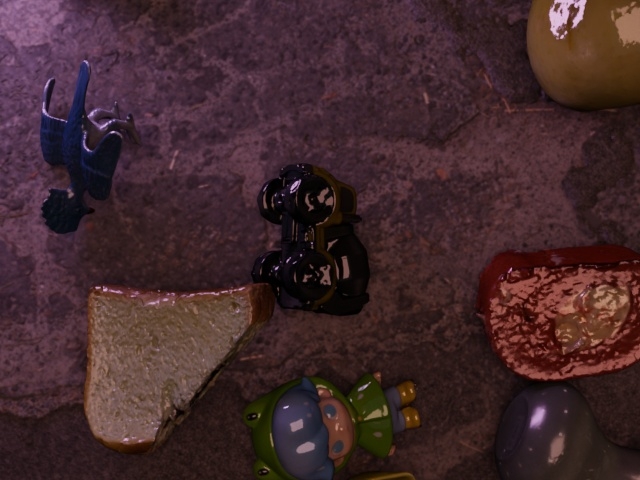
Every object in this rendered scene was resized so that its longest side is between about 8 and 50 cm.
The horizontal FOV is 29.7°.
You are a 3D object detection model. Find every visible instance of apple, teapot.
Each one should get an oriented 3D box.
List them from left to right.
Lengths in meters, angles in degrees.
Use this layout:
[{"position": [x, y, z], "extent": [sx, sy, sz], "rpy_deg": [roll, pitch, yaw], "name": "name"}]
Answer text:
[{"position": [0.391, 0.317, 1.772], "extent": [0.251, 0.183, 0.183], "rpy_deg": [22, 89, -10], "name": "teapot"}, {"position": [0.453, -0.321, 1.749], "extent": [0.295, 0.233, 0.257], "rpy_deg": [-4, 93, -1], "name": "apple"}]

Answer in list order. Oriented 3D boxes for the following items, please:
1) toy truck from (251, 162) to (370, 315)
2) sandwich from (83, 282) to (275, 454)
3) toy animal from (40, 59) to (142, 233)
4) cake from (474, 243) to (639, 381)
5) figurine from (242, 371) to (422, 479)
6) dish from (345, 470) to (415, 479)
[{"position": [0.000, 0.000, 1.798], "extent": [0.165, 0.147, 0.224], "rpy_deg": [3, 88, -27], "name": "toy truck"}, {"position": [-0.208, 0.185, 1.767], "extent": [0.289, 0.100, 0.254], "rpy_deg": [-3, 84, 18], "name": "sandwich"}, {"position": [-0.351, -0.135, 1.784], "extent": [0.176, 0.239, 0.255], "rpy_deg": [-35, 133, -27], "name": "toy animal"}, {"position": [0.367, 0.105, 1.784], "extent": [0.283, 0.151, 0.176], "rpy_deg": [-5, 100, 0], "name": "cake"}, {"position": [0.019, 0.274, 1.788], "extent": [0.263, 0.143, 0.162], "rpy_deg": [-11, 95, -17], "name": "figurine"}, {"position": [0.064, 0.409, 1.797], "extent": [0.149, 0.080, 0.207], "rpy_deg": [37, 99, -21], "name": "dish"}]
